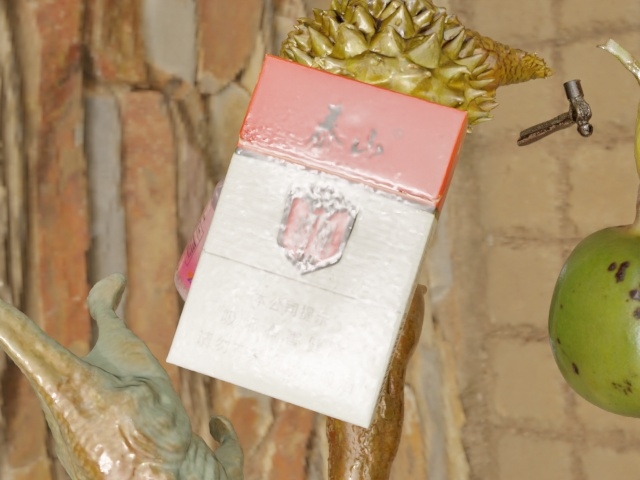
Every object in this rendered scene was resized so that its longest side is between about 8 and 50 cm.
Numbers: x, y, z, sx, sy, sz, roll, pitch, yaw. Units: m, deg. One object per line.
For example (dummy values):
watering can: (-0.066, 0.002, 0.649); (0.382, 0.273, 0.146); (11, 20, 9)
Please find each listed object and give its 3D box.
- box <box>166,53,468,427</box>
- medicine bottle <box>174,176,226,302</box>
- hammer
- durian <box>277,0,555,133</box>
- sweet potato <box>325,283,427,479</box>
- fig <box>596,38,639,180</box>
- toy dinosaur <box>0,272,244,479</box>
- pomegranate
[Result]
box: (0.000, 0.000, 0.554); (0.100, 0.048, 0.152); (18, 91, 5)
medicine bottle: (-0.084, -0.014, 1.508); (0.147, 0.147, 0.247); (47, 124, 29)
hammer: (0.263, -0.135, 1.344); (0.178, 0.021, 0.065); (154, 103, -77)
durian: (0.079, -0.135, 0.848); (0.140, 0.224, 0.078); (49, 140, 49)
sweet potato: (0.054, 0.181, 1.370); (0.095, 0.106, 0.355); (-7, 54, 38)
fig: (0.423, -0.143, 1.426); (0.257, 0.159, 0.159); (49, 124, -3)
toy dinosaur: (-0.134, 0.096, 0.716); (0.092, 0.393, 0.205); (-35, 36, 5)
pomegranate: (0.268, 0.039, 0.940); (0.180, 0.180, 0.210); (9, 106, 39)
